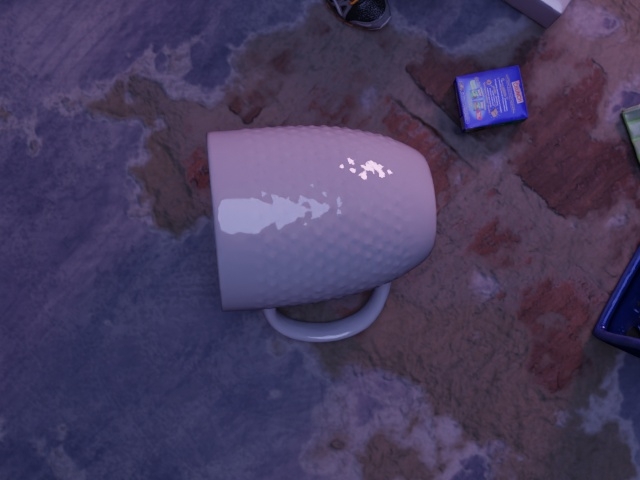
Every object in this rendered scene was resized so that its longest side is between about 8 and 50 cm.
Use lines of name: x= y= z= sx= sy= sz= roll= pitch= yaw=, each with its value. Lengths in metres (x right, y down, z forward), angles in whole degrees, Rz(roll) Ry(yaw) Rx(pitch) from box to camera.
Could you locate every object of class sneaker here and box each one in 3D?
sneaker: x=0.031 y=-0.433 z=1.473 sx=0.215 sy=0.083 sz=0.084 roll=43 pitch=88 yaw=-1

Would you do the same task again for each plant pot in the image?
plant pot: x=0.604 y=0.111 z=1.393 sx=0.212 sy=0.236 sz=0.236 roll=31 pitch=89 yaw=-5

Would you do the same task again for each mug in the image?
mug: x=0.000 y=0.000 z=1.398 sx=0.328 sy=0.276 sz=0.374 roll=-5 pitch=119 yaw=-7

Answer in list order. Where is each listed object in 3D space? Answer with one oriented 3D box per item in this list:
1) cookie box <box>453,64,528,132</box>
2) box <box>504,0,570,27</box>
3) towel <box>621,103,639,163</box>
cookie box: x=0.284 y=-0.235 z=1.489 sx=0.107 sy=0.040 sz=0.092 roll=-10 pitch=89 yaw=1
box: x=0.376 y=-0.462 z=1.467 sx=0.130 sy=0.091 sz=0.170 roll=34 pitch=89 yaw=0
towel: x=0.587 y=-0.189 z=1.469 sx=0.152 sy=0.023 sz=0.113 roll=-19 pitch=88 yaw=23
